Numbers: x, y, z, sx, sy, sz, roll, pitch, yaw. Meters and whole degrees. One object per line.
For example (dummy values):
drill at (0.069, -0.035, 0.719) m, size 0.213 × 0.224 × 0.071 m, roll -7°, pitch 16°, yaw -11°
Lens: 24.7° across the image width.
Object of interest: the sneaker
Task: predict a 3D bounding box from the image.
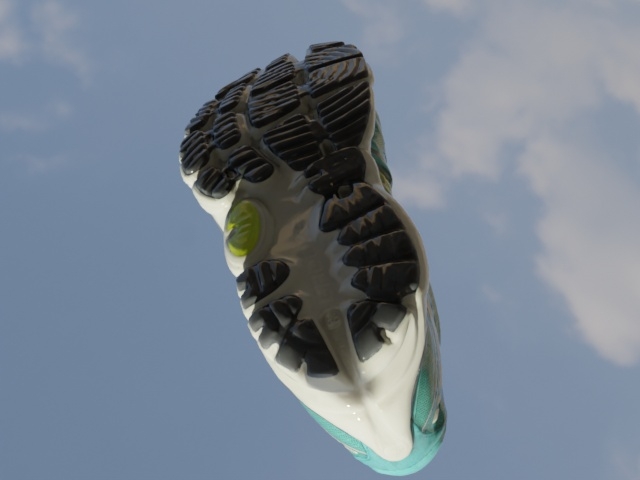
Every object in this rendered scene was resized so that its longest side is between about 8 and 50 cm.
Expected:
sneaker at (0.000, 0.000, 0.719) m, size 0.275 × 0.107 × 0.110 m, roll -102°, pitch -12°, yaw -48°
